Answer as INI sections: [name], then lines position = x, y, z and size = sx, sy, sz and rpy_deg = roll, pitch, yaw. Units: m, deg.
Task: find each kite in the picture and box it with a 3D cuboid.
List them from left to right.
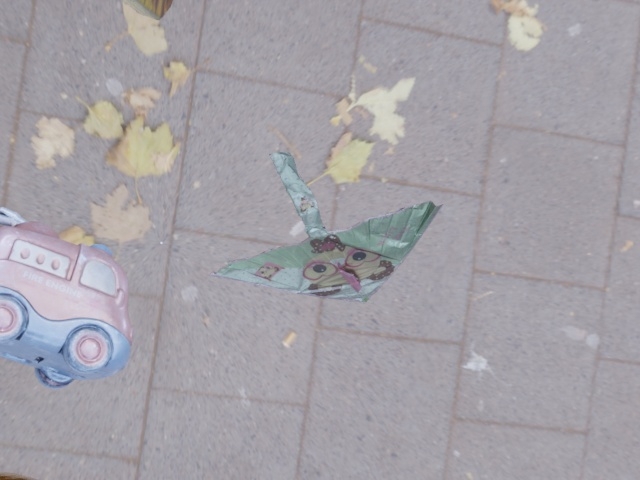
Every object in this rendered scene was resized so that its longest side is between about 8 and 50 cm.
[kite]
position = 0.000, -0.001, 0.798
size = 0.229, 0.250, 0.012
rpy_deg = -16, 51, 12

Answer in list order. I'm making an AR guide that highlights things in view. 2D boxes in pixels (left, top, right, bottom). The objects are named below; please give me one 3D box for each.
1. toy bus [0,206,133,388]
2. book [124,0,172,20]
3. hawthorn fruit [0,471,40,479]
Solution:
[toy bus]
position = -0.431, 0.093, 1.401
size = 0.294, 0.197, 0.232
rpy_deg = 23, 63, -23
[book]
position = -0.099, -0.410, 0.677
size = 0.039, 0.300, 0.428
rpy_deg = 25, 91, 12
[hawthorn fruit]
position = -0.365, 0.394, 1.006
size = 0.267, 0.301, 0.268
rpy_deg = -3, 95, -29
